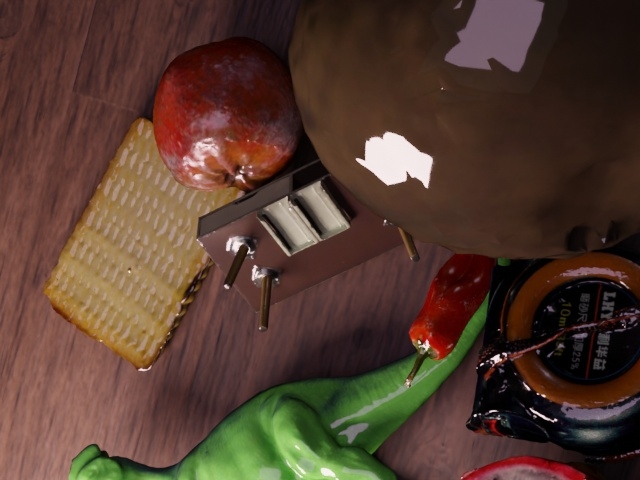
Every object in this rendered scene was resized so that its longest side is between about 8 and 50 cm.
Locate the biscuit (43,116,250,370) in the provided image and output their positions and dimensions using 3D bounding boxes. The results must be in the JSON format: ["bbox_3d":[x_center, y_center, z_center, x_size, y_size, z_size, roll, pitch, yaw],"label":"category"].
[{"bbox_3d":[-0.200,0.005,1.670,0.172,0.029,0.254,34,100,17],"label":"biscuit"}]

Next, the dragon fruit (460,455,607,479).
[{"bbox_3d":[0.238,0.372,1.406,0.305,0.225,0.305,-23,53,35],"label":"dragon fruit"}]

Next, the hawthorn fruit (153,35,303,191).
[{"bbox_3d":[-0.098,-0.138,1.564,0.173,0.173,0.173,0,89,21],"label":"hawthorn fruit"}]

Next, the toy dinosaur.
[{"bbox_3d":[-0.040,0.164,1.582,0.374,0.144,0.500,21,82,21],"label":"toy dinosaur"}]

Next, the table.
[{"bbox_3d":[0.000,0.000,1.524,0.240,0.111,0.121,-26,124,19],"label":"table"}]

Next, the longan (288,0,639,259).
[{"bbox_3d":[0.204,-0.176,1.324,0.404,0.404,0.436,40,88,16],"label":"longan"}]

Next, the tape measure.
[{"bbox_3d":[0.263,0.108,1.425,0.222,0.135,0.202,2,65,20],"label":"tape measure"}]

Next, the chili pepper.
[{"bbox_3d":[0.133,0.065,1.479,0.059,0.050,0.191,13,64,38],"label":"chili pepper"}]
